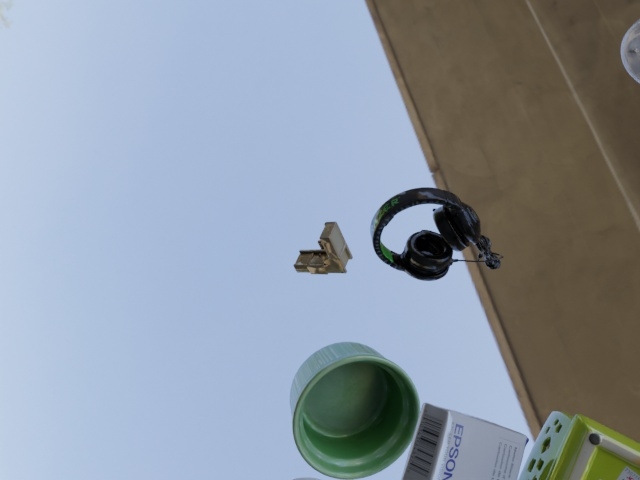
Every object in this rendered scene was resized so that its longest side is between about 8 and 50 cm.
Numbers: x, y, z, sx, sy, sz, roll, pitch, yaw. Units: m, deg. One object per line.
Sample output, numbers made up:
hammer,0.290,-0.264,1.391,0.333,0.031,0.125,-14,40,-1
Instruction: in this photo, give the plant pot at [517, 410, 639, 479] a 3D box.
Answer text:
plant pot,0.456,0.421,0.896,0.228,0.207,0.227,26,-104,19

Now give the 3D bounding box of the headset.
headset,0.311,-0.016,1.443,0.243,0.394,0.185,-52,-153,33

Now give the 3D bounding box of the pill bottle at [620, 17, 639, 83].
pill bottle,0.534,-0.316,0.780,0.215,0.117,0.117,-44,-129,-14

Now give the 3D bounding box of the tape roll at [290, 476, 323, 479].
tape roll,-0.028,0.758,1.406,0.286,0.286,0.100,48,-47,32

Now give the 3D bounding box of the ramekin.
ramekin,0.069,0.391,1.323,0.148,0.303,0.303,-142,-122,-73

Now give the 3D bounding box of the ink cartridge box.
ink cartridge box,0.175,0.325,0.654,0.045,0.224,0.223,3,-109,54

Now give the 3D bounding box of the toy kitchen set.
toy kitchen set,0.000,0.000,0.817,0.083,0.068,0.075,-1,-46,28
